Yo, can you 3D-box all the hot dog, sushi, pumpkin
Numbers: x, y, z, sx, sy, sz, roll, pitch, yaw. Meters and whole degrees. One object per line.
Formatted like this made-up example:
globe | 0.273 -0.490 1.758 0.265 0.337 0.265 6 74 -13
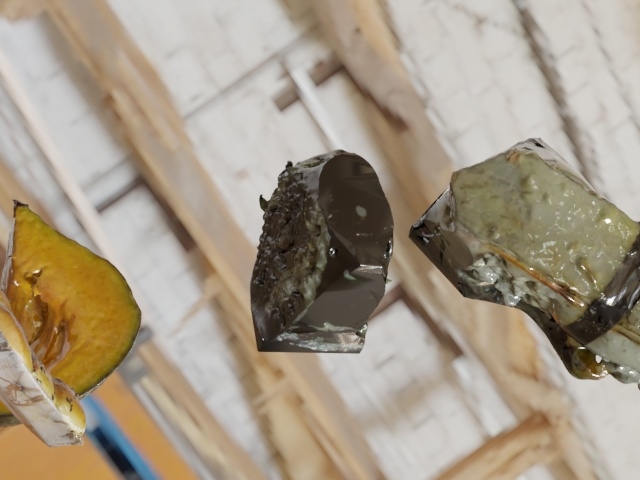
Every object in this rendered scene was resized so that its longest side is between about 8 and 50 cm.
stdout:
hot dog | -0.251 0.096 1.434 0.108 0.059 0.191 36 -20 41
sushi | 0.204 0.030 1.236 0.273 0.134 0.109 44 -17 12
sushi | 0.000 0.000 0.879 0.083 0.056 0.084 119 -33 -53
pumpkin | -0.255 0.095 1.775 0.130 0.149 0.254 100 -10 -53
